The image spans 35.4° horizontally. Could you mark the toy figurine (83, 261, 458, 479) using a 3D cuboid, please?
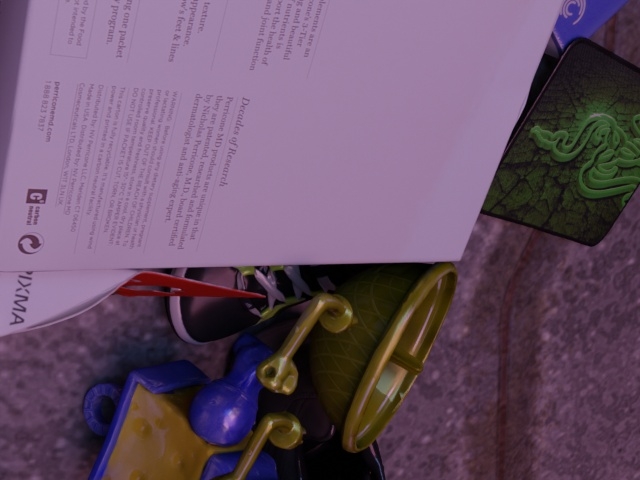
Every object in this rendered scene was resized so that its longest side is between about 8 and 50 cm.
[{"bbox_3d":[-0.089,0.133,0.635,0.191,0.217,0.362,2,115,-52],"label":"toy figurine"}]

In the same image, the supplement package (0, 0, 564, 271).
[{"bbox_3d":[-0.048,-0.119,0.522,0.263,0.198,0.199,0,122,-32],"label":"supplement package"}]

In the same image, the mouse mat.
[{"bbox_3d":[0.215,-0.071,0.807,0.190,0.007,0.152,12,114,-44],"label":"mouse mat"}]

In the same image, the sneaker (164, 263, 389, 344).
[{"bbox_3d":[0.000,0.000,0.691,0.235,0.097,0.084,-35,126,-9],"label":"sneaker"}]

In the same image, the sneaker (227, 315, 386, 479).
[{"bbox_3d":[-0.002,0.204,0.778,0.109,0.130,0.286,-23,125,-20],"label":"sneaker"}]

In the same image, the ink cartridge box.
[{"bbox_3d":[-0.178,0.032,0.551,0.232,0.189,0.066,21,76,-34],"label":"ink cartridge box"}]

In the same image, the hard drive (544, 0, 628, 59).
[{"bbox_3d":[0.237,-0.309,0.700,0.319,0.040,0.210,-43,127,-3],"label":"hard drive"}]
